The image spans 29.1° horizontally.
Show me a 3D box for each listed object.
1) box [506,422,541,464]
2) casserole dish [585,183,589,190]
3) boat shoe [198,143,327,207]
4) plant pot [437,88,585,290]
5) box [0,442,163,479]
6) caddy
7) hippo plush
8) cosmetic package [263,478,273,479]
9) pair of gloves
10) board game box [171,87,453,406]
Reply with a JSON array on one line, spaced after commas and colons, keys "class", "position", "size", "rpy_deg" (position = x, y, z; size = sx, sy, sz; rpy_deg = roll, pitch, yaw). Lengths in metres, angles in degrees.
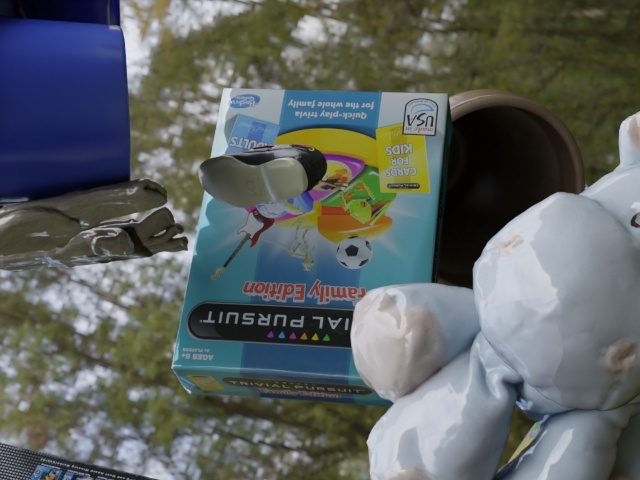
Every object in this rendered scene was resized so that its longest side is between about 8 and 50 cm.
[{"class": "box", "position": [0.311, 0.282, 1.094], "size": [0.177, 0.290, 0.279], "rpy_deg": [-49, -5, -26]}, {"class": "casserole dish", "position": [0.379, -0.098, 2.050], "size": [0.188, 0.114, 0.037], "rpy_deg": [4, -53, -51]}, {"class": "boat shoe", "position": [-0.052, -0.058, 1.080], "size": [0.042, 0.133, 0.049], "rpy_deg": [-34, -66, -44]}, {"class": "plant pot", "position": [0.183, -0.083, 1.630], "size": [0.229, 0.263, 0.263], "rpy_deg": [-135, 60, -66]}, {"class": "box", "position": [-0.264, 0.276, 1.072], "size": [0.216, 0.270, 0.060], "rpy_deg": [-69, -10, -59]}, {"class": "caddy", "position": [-0.259, -0.159, 1.075], "size": [0.341, 0.179, 0.241], "rpy_deg": [119, 148, -73]}, {"class": "hippo plush", "position": [0.183, 0.071, 0.756], "size": [0.294, 0.234, 0.236], "rpy_deg": [-21, -15, -26]}, {"class": "cosmetic package", "position": [0.011, 0.433, 1.774], "size": [0.107, 0.238, 0.127], "rpy_deg": [-7, -72, -77]}, {"class": "pair of gloves", "position": [-0.235, -0.002, 1.168], "size": [0.240, 0.204, 0.042], "rpy_deg": [80, 179, -80]}, {"class": "board game box", "position": [0.000, 0.000, 1.306], "size": [0.079, 0.253, 0.336], "rpy_deg": [72, -158, -61]}]
